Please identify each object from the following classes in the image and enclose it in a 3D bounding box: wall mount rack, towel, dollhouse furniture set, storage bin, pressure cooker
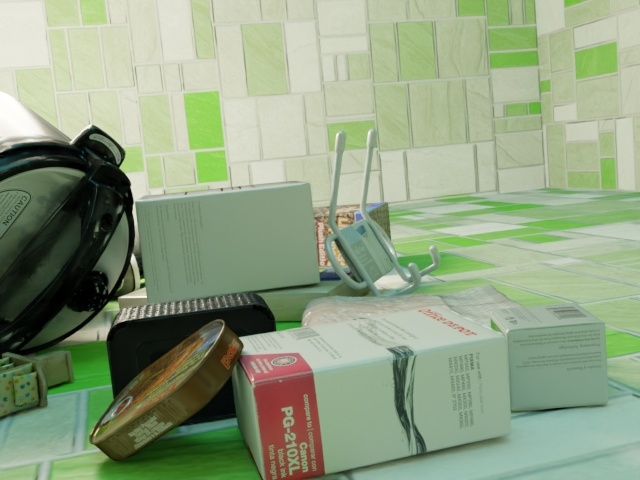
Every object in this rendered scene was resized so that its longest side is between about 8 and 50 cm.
[{"bbox_3d":[0.099,-0.047,1.430,0.130,0.304,0.350,-32,-2,20],"label":"wall mount rack"},{"bbox_3d":[0.129,0.118,1.071,0.317,0.053,0.332,-5,6,0],"label":"towel"},{"bbox_3d":[-0.384,0.126,0.939,0.101,0.160,0.182,1,10,43],"label":"dollhouse furniture set"},{"bbox_3d":[-0.140,0.132,0.857,0.180,0.122,0.084,-7,7,-11],"label":"storage bin"},{"bbox_3d":[-0.505,-0.026,1.220,0.376,0.369,0.420,-18,40,-41],"label":"pressure cooker"}]

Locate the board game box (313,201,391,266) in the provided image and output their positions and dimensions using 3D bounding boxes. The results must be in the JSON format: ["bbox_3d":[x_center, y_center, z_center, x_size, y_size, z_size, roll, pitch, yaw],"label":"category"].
[{"bbox_3d":[0.000,0.000,1.773,0.291,0.141,0.232,-4,7,16],"label":"board game box"}]

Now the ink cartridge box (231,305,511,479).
[{"bbox_3d":[0.041,0.140,0.744,0.237,0.100,0.172,-8,7,-13],"label":"ink cartridge box"}]

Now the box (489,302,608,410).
[{"bbox_3d":[0.238,0.120,0.808,0.102,0.087,0.101,-6,7,3],"label":"box"}]

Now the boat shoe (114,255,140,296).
[{"bbox_3d":[-0.479,0.076,1.680,0.091,0.109,0.305,-10,2,-32],"label":"boat shoe"}]

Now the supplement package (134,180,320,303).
[{"bbox_3d":[-0.162,-0.004,1.346,0.293,0.177,0.175,-6,7,-7],"label":"supplement package"}]

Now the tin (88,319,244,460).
[{"bbox_3d":[-0.148,0.145,0.732,0.190,0.040,0.106,-36,12,28],"label":"tin"}]

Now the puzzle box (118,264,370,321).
[{"bbox_3d":[-0.130,0.098,1.433,0.409,0.052,0.272,-3,7,21],"label":"puzzle box"}]

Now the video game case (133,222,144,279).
[{"bbox_3d":[-0.305,-0.005,1.780,0.329,0.036,0.300,-19,-15,-32],"label":"video game case"}]
